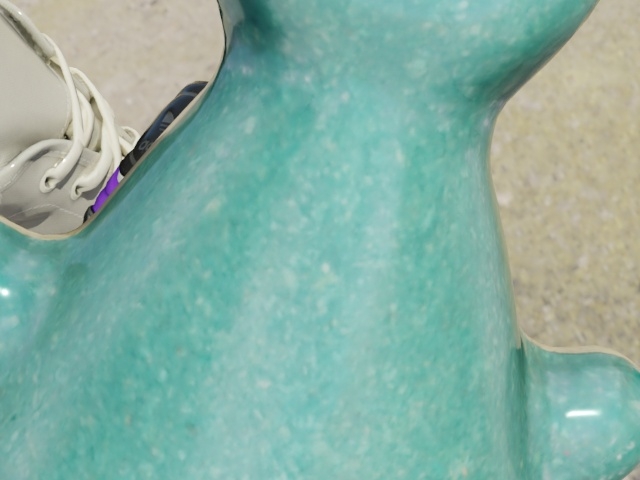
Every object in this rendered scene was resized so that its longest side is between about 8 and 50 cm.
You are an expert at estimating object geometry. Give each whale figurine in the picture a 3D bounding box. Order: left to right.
[{"bbox_3d":[-0.008,0.037,0.371,0.141,0.216,0.272,-93,19,-65],"label":"whale figurine"}]

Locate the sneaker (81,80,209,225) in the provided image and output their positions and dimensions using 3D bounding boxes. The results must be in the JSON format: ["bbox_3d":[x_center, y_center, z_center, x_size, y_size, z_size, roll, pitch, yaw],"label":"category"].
[{"bbox_3d":[0.001,0.000,0.695,0.102,0.293,0.146,26,92,29],"label":"sneaker"}]

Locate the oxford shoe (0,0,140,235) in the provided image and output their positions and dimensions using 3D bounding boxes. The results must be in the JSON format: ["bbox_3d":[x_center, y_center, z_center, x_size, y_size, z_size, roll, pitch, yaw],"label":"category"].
[{"bbox_3d":[-0.170,-0.054,0.806,0.130,0.449,0.169,-10,60,1],"label":"oxford shoe"}]
